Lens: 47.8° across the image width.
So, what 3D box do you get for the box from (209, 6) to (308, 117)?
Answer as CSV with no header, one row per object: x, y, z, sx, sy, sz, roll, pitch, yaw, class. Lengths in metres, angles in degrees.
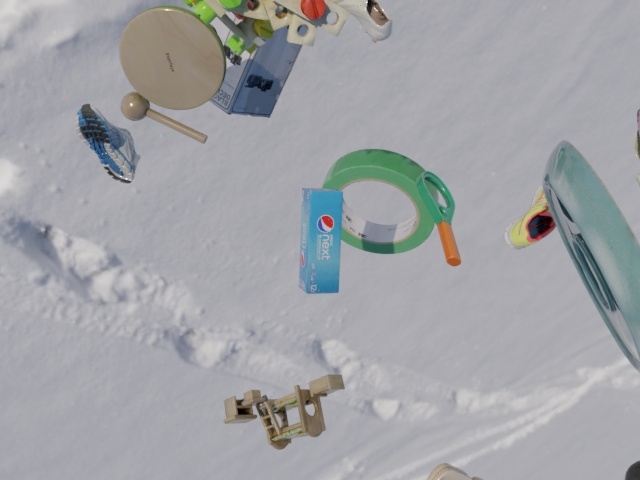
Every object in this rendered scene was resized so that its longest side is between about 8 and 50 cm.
-0.126,-0.415,1.562,0.169,0.087,0.290,-13,134,-59,box

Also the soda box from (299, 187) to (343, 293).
0.000,0.000,1.475,0.071,0.067,0.210,0,99,-16,soda box

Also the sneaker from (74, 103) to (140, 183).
-0.418,-0.206,1.441,0.071,0.083,0.191,5,143,22,sneaker

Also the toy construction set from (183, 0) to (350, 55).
-0.104,-0.335,0.998,0.215,0.327,0.151,42,86,-30,toy construction set

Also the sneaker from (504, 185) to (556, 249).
0.497,-0.060,1.576,0.208,0.081,0.094,-50,-172,-9,sneaker

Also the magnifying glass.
0.226,-0.044,1.342,0.092,0.231,0.026,30,127,-30,magnifying glass

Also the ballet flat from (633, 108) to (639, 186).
0.622,-0.145,1.343,0.076,0.079,0.222,-17,106,-22,ballet flat

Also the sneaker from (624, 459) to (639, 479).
0.705,0.439,1.271,0.122,0.330,0.146,-59,137,-29,sneaker

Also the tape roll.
0.158,-0.100,1.963,0.321,0.077,0.321,11,136,11,tape roll

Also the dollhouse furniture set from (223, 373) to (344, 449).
-0.066,0.330,1.376,0.160,0.101,0.182,11,148,-43,dollhouse furniture set

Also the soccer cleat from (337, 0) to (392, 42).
0.077,-0.500,1.519,0.068,0.196,0.076,-46,174,-21,soccer cleat

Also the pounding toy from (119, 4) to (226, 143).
-0.253,-0.314,1.280,0.182,0.110,0.237,16,127,-5,pounding toy

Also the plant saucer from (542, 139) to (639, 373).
0.337,0.033,0.855,0.043,0.318,0.317,-27,147,12,plant saucer

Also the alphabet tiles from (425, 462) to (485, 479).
0.118,0.422,0.934,0.278,0.021,0.284,34,91,-36,alphabet tiles
